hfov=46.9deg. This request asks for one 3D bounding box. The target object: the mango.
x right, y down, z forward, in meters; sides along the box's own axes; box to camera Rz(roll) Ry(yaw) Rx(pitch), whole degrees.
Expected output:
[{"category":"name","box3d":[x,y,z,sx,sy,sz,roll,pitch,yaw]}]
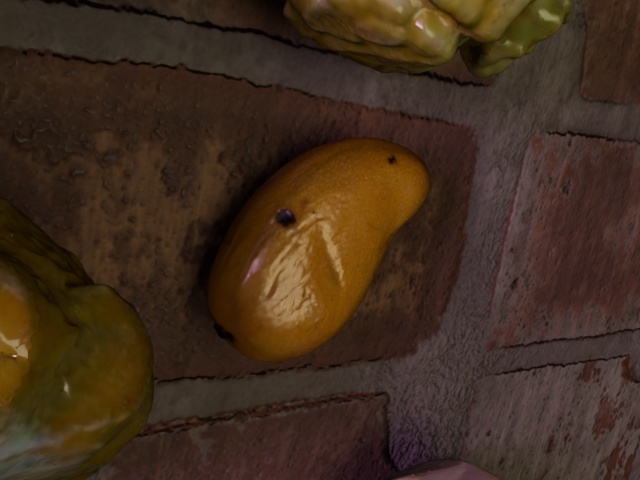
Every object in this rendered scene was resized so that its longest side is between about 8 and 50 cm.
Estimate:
[{"category":"mango","box3d":[-0.003,0.000,0.704,0.262,0.109,0.157,-47,118,-20]}]

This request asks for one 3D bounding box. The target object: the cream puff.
[{"category":"cream puff","box3d":[-0.266,0.049,0.448,0.323,0.270,0.274,-17,161,9]}]

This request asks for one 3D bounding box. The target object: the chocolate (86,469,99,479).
[{"category":"chocolate","box3d":[-0.216,0.132,0.614,0.072,0.072,0.167,-12,112,-33]}]

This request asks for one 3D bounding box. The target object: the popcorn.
[{"category":"popcorn","box3d":[0.078,-0.238,0.572,0.224,0.257,0.270,-59,167,1]}]

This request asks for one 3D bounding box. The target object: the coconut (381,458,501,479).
[{"category":"coconut","box3d":[0.151,0.421,0.855,0.323,0.323,0.323,-13,113,-33]}]
